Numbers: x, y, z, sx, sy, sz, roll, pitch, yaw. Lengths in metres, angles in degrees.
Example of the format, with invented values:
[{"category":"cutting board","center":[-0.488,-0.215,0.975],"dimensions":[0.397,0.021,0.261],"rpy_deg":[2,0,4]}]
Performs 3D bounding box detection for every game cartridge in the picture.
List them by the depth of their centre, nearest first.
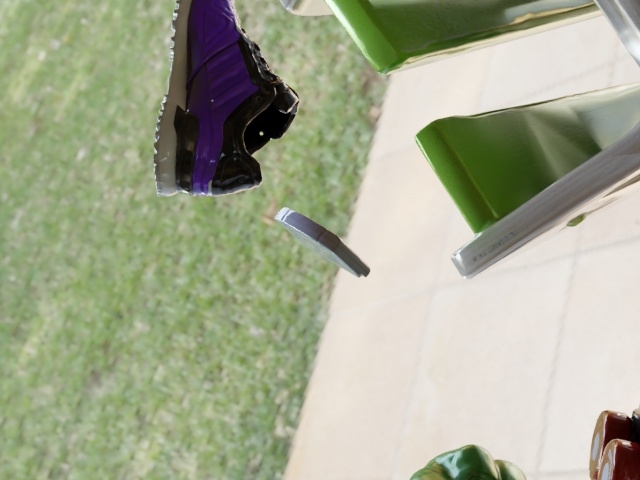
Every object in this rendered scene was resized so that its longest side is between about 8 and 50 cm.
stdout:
[{"category":"game cartridge","center":[0.000,0.000,1.054],"dimensions":[0.083,0.056,0.017],"rpy_deg":[30,84,46]}]

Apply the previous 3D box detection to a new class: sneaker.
[{"category":"sneaker","center":[-0.093,-0.171,1.430],"dimensions":[0.102,0.146,0.293],"rpy_deg":[87,-172,-62]}]

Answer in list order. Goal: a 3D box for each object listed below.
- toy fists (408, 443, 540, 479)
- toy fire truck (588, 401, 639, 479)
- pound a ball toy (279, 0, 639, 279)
[{"category":"toy fists","center":[0.170,0.242,0.848],"dimensions":[0.096,0.279,0.142],"rpy_deg":[-56,-9,22]},{"category":"toy fire truck","center":[0.442,0.214,1.595],"dimensions":[0.302,0.169,0.254],"rpy_deg":[-57,-22,-78]},{"category":"pound a ball toy","center":[0.159,-0.066,0.522],"dimensions":[0.135,0.319,0.208],"rpy_deg":[-39,79,34]}]
